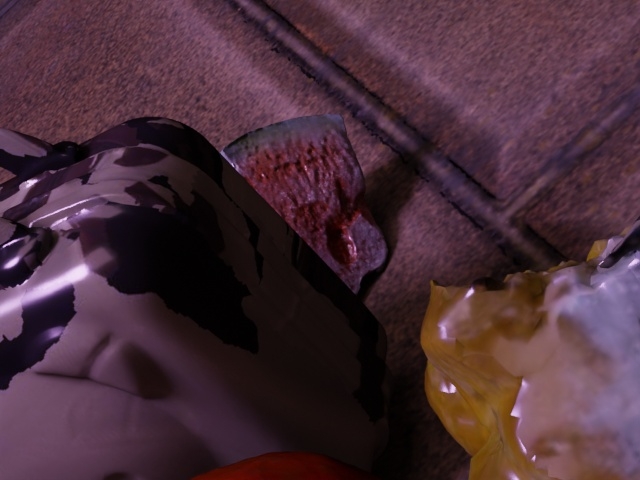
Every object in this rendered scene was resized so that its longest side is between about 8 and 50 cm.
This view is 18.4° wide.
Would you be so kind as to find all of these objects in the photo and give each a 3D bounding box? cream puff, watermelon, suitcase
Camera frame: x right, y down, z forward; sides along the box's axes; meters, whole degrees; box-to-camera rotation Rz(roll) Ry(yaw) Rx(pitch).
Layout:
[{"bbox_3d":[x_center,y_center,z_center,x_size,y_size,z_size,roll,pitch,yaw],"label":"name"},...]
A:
[{"bbox_3d":[0.225,0.071,0.895,0.323,0.270,0.274,-35,65,15],"label":"cream puff"},{"bbox_3d":[-0.008,-0.022,1.381,0.098,0.121,0.158,-23,33,-9],"label":"watermelon"},{"bbox_3d":[-0.170,0.080,1.202,0.351,0.339,0.194,-23,35,29],"label":"suitcase"}]

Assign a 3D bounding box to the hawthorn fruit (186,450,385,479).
[{"bbox_3d":[-0.025,0.206,1.013,0.215,0.215,0.250,-40,32,6],"label":"hawthorn fruit"}]
